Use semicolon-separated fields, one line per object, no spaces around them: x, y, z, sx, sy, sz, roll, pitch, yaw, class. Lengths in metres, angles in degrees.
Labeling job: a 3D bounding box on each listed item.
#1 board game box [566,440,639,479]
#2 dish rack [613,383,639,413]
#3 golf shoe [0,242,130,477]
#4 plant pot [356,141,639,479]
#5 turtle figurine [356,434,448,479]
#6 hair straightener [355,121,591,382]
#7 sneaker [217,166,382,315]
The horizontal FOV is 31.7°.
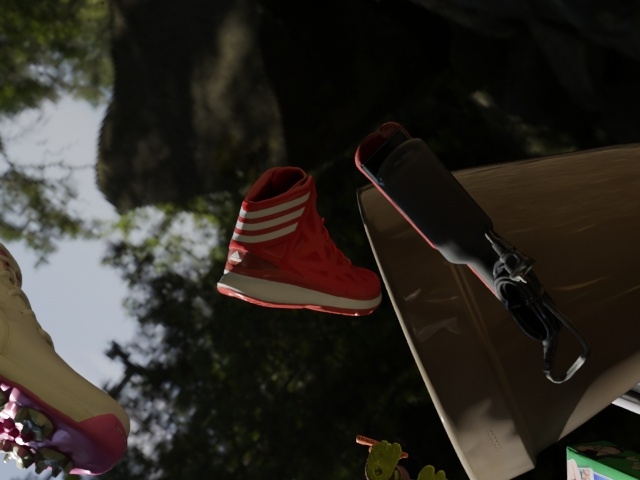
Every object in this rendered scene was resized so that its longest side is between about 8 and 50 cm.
0.281;0.342;0.908;0.046;0.317;0.213;-5;-173;-24;board game box
0.431;0.085;1.477;0.333;0.285;0.072;21;-152;16;dish rack
-0.243;0.049;0.779;0.306;0.140;0.115;27;143;16;golf shoe
0.221;0.044;1.099;0.323;0.280;0.323;-22;-90;-83;plant pot
0.117;0.334;1.492;0.269;0.087;0.217;41;170;29;turtle figurine
0.111;0.022;0.745;0.230;0.047;0.089;51;179;-25;hair straightener
0.000;0.000;1.079;0.087;0.128;0.221;15;-174;32;sneaker
